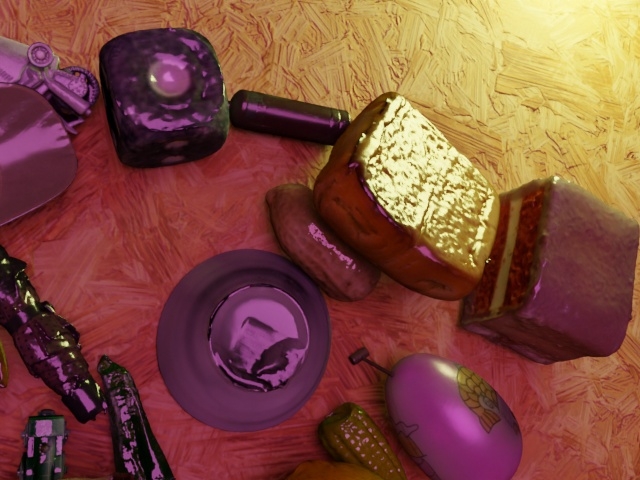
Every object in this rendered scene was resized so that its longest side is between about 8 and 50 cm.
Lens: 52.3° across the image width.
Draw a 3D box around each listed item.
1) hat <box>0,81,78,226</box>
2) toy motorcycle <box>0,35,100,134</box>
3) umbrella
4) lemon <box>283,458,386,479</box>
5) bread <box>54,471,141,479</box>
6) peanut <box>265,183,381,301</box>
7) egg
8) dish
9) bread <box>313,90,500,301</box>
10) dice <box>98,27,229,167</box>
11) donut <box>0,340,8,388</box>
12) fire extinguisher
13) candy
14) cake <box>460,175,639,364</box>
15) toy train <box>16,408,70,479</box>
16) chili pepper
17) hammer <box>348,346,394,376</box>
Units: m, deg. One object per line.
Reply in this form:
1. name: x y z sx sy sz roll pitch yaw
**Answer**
1. hat: -0.515 -0.111 0.994 0.244 0.149 0.214 -27 98 -41
2. toy motorcycle: -0.495 -0.238 1.033 0.260 0.110 0.171 19 91 -23
3. umbrella: -0.427 0.135 0.982 0.094 0.090 0.326 -39 92 -20
4. lemon: 0.027 0.489 0.984 0.296 0.297 0.297 4 78 -20
5. bread: -0.347 0.471 0.842 0.277 0.167 0.325 -4 115 -20
6. peanut: 0.000 0.000 1.155 0.253 0.137 0.122 42 111 -8
7. egg: 0.225 0.318 1.134 0.271 0.196 0.196 35 70 -7
8. dish: -0.110 0.161 1.087 0.316 0.106 0.317 4 78 -20
9. bread: 0.154 -0.064 1.134 0.328 0.148 0.337 41 43 -13
10. dice: -0.257 -0.228 1.069 0.181 0.183 0.183 -11 82 -20
11. donut: -0.559 0.138 0.910 0.258 0.101 0.152 1 78 -7
12. fire extinguisher: -0.082 -0.234 1.199 0.267 0.072 0.089 8 45 -18
13. candy: 0.085 0.376 1.129 0.096 0.096 0.210 -43 101 -22
14. cake: 0.434 0.057 1.244 0.229 0.237 0.309 22 71 -18
15. toy train: -0.402 0.338 0.946 0.071 0.104 0.178 4 79 -24
16. chili pepper: -0.305 0.287 1.019 0.088 0.059 0.227 -21 84 -11
17. hammer: 0.094 0.218 1.152 0.035 0.110 0.019 -30 113 -24
